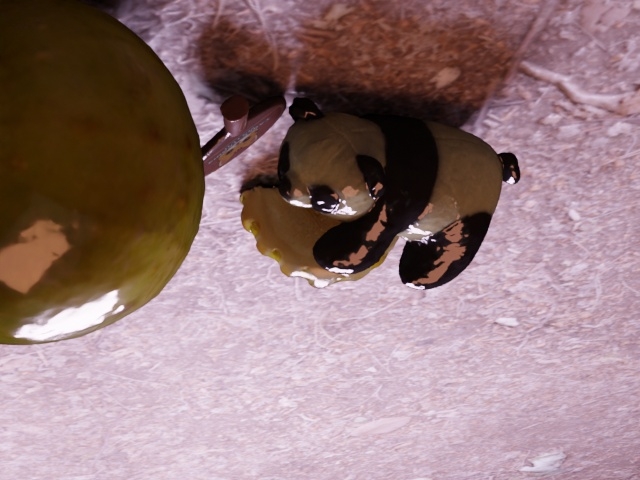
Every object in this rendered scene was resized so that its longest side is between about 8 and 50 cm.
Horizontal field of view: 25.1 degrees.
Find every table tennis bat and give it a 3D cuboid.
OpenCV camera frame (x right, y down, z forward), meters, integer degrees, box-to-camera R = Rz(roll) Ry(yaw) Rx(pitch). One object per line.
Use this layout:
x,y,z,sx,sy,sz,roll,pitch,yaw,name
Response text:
-0.102,-0.131,1.210,0.107,0.119,0.170,-38,176,-8,table tennis bat

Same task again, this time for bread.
0.000,0.000,1.398,0.157,0.094,0.083,0,159,-13,bread

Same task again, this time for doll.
0.059,-0.051,1.293,0.234,0.143,0.135,9,133,-30,doll

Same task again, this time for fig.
-0.203,-0.040,1.083,0.258,0.258,0.326,-17,160,14,fig
